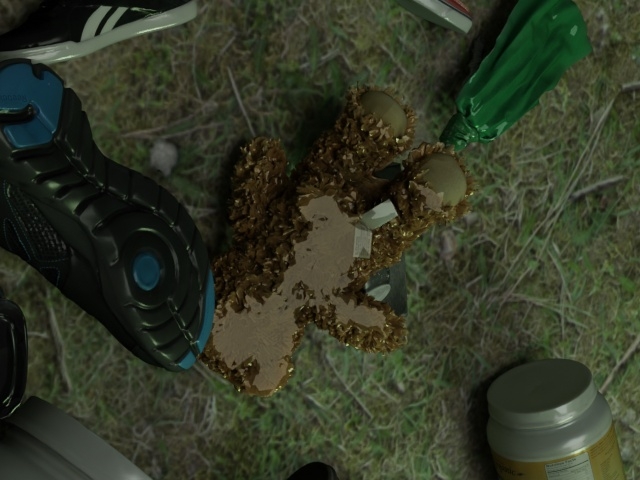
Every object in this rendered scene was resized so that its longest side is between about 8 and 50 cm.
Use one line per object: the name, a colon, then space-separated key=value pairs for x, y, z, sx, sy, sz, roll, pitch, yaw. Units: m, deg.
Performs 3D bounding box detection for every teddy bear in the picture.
teddy bear: x=0.000 y=0.000 z=1.528 sx=0.245 sy=0.113 sz=0.338 roll=29 pitch=86 yaw=-15

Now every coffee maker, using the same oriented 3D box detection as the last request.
coffee maker: x=-0.314 y=0.077 z=1.293 sx=0.171 sy=0.178 sz=0.120 roll=-30 pitch=116 yaw=-28

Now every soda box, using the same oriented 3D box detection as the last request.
soda box: x=0.051 y=0.001 z=1.620 sx=0.060 sy=0.053 sz=0.169 roll=-13 pitch=106 yaw=-34

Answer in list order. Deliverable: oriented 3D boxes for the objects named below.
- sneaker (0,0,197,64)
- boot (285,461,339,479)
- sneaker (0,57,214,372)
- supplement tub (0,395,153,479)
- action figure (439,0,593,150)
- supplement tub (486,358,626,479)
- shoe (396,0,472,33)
sneaker: x=-0.215 y=-0.232 z=1.376 sx=0.217 sy=0.079 sz=0.121 roll=-25 pitch=110 yaw=-39
boot: x=0.039 y=0.366 z=1.586 sx=0.229 sy=0.091 sz=0.263 roll=15 pitch=95 yaw=-29
sneaker: x=-0.219 y=-0.017 z=1.373 sx=0.341 sy=0.140 sz=0.125 roll=56 pitch=44 yaw=-27
supplement tub: x=-0.279 y=0.325 z=1.327 sx=0.331 sy=0.241 sz=0.241 roll=-51 pitch=123 yaw=-16
action figure: x=0.205 y=-0.184 z=1.689 sx=0.232 sy=0.063 sz=0.137 roll=-50 pitch=125 yaw=-22
supplement tub: x=0.273 y=0.252 z=1.771 sx=0.144 sy=0.144 sz=0.199 roll=-29 pitch=114 yaw=-28
shoe: x=0.102 y=-0.285 z=1.595 sx=0.178 sy=0.063 sz=0.081 roll=26 pitch=88 yaw=-32
